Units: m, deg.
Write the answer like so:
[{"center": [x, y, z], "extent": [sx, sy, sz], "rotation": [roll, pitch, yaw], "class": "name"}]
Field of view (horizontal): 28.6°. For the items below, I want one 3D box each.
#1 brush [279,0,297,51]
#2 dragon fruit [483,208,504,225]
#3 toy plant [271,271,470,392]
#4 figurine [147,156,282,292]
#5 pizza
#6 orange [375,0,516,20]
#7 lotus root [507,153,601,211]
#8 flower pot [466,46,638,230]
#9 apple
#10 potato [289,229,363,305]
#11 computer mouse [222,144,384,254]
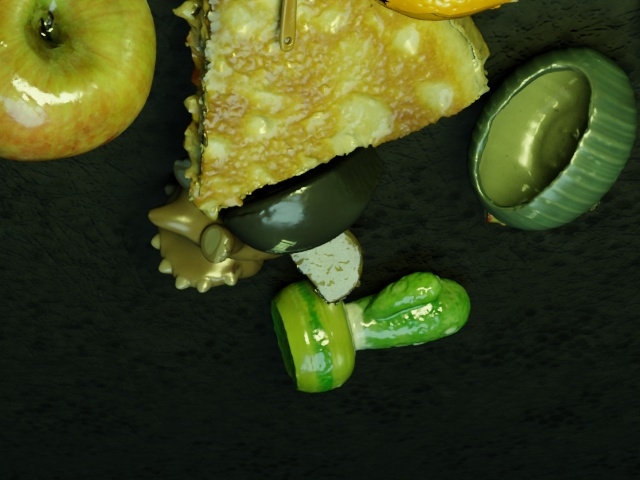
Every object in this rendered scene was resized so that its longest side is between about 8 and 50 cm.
[{"center": [-0.031, -0.279, 1.323], "extent": [0.043, 0.014, 0.170], "rotation": [-7, 120, -21], "class": "brush"}, {"center": [0.268, -0.054, 1.823], "extent": [0.056, 0.060, 0.083], "rotation": [5, 146, -3], "class": "dragon fruit"}, {"center": [0.089, 0.127, 2.041], "extent": [0.315, 0.185, 0.224], "rotation": [-13, 155, -10], "class": "toy plant"}, {"center": [-0.164, -0.017, 1.746], "extent": [0.173, 0.177, 0.247], "rotation": [-20, 179, 21], "class": "figurine"}, {"center": [-0.051, -0.202, 1.468], "extent": [0.439, 0.130, 0.406], "rotation": [28, 118, -32], "class": "pizza"}, {"center": [0.129, -0.325, 1.269], "extent": [0.234, 0.182, 0.234], "rotation": [-8, 148, -5], "class": "orange"}, {"center": [0.299, -0.080, 1.733], "extent": [0.209, 0.120, 0.120], "rotation": [19, 143, -20], "class": "lotus root"}, {"center": [0.290, -0.126, 1.570], "extent": [0.243, 0.189, 0.157], "rotation": [-53, 160, 18], "class": "flower pot"}, {"center": [-0.314, -0.210, 1.380], "extent": [0.264, 0.264, 0.264], "rotation": [-1, 148, 0], "class": "apple"}, {"center": [0.000, 0.000, 1.905], "extent": [0.100, 0.089, 0.172], "rotation": [-38, 103, 17], "class": "potato"}, {"center": [-0.013, -0.044, 1.659], "extent": [0.170, 0.269, 0.100], "rotation": [-17, 100, 23], "class": "computer mouse"}]
